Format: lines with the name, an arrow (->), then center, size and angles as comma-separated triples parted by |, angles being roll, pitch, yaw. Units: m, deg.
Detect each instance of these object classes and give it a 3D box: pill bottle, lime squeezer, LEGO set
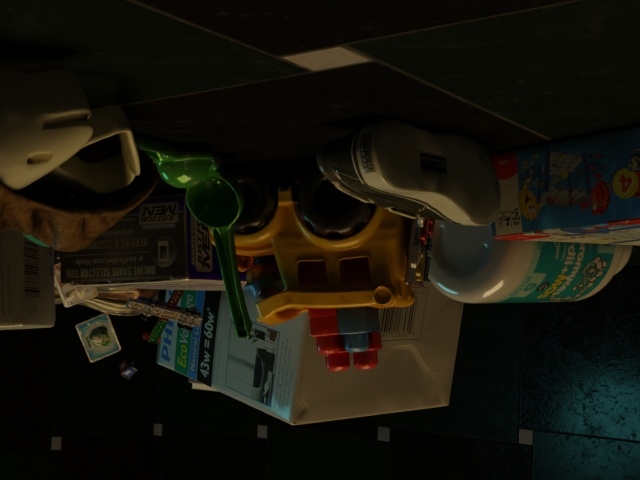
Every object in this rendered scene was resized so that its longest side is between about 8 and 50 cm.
pill bottle -> 0.245, -0.002, 1.233 | 0.264, 0.146, 0.146 | 1, 174, -42
lime squeezer -> -0.123, -0.037, 0.981 | 0.059, 0.110, 0.310 | 13, 152, 30
LEGO set -> -0.277, 0.088, 1.584 | 0.182, 0.244, 0.060 | -23, -142, -13

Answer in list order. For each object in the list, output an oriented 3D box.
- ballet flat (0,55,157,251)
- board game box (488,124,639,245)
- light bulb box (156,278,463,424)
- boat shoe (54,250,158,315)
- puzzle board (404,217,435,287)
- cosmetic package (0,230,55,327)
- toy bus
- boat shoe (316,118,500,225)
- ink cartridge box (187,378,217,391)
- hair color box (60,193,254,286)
ballet flat -> -0.187, -0.057, 0.690 | 0.124, 0.116, 0.342 | -23, 169, 7
board game box -> 0.377, -0.053, 1.052 | 0.308, 0.086, 0.302 | 2, 174, -41
light bulb box -> -0.019, 0.135, 1.786 | 0.358, 0.225, 0.361 | 2, -171, -43
boat shoe -> -0.376, 0.027, 1.579 | 0.324, 0.123, 0.116 | 6, 138, -33
puzzle board -> 0.104, -0.017, 1.089 | 0.011, 0.128, 0.096 | 6, 177, 14
cosmetic package -> -0.419, 0.032, 1.267 | 0.183, 0.151, 0.151 | -1, 175, 0
toy bus -> -0.008, 0.029, 1.110 | 0.220, 0.211, 0.149 | -2, 177, 16
boat shoe -> 0.083, -0.059, 0.953 | 0.070, 0.078, 0.219 | -7, 165, 38
ink cartridge box -> -0.132, 0.252, 1.860 | 0.181, 0.056, 0.225 | 8, -172, -2
hair color box -> -0.158, 0.010, 1.406 | 0.185, 0.110, 0.339 | -3, 177, 25
